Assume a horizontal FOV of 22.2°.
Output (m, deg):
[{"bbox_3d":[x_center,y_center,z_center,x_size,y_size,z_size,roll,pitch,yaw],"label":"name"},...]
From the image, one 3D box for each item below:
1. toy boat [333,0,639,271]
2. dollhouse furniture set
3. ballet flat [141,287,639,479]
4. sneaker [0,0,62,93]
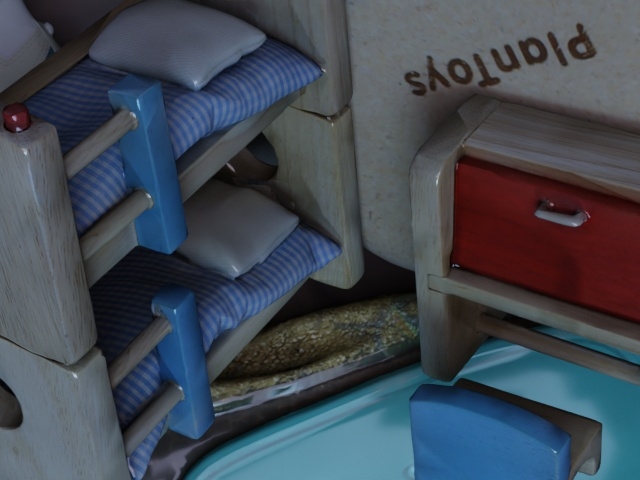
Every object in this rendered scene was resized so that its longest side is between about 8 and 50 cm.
[{"bbox_3d":[0.091,-0.088,0.477,0.231,0.151,0.151,-12,116,41],"label":"toy boat"},{"bbox_3d":[0.000,0.000,0.404,0.183,0.129,0.129,17,133,27],"label":"dollhouse furniture set"},{"bbox_3d":[-0.059,0.090,0.512,0.348,0.123,0.123,-15,104,-8],"label":"ballet flat"},{"bbox_3d":[-0.085,-0.035,0.522,0.075,0.057,0.161,-15,103,-18],"label":"sneaker"}]
